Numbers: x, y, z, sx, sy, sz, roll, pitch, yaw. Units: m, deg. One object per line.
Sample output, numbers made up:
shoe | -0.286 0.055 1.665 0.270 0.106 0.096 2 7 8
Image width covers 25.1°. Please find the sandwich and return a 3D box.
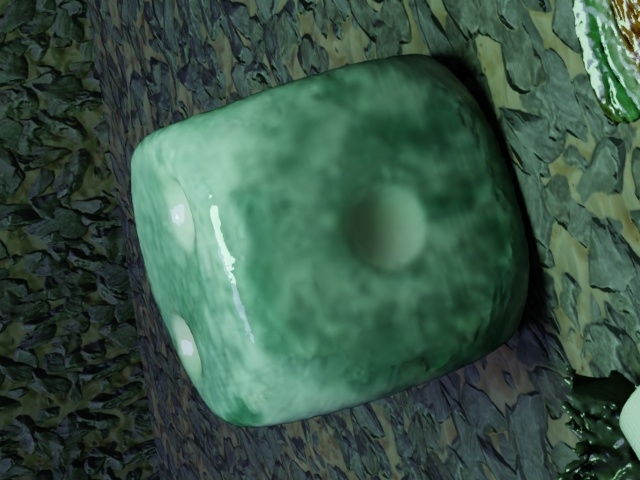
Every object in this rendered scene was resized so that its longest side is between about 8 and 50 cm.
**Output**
sandwich | 0.264 -0.190 1.059 0.160 0.109 0.184 -10 96 49

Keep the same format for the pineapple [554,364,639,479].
pineapple | 0.283 0.247 1.325 0.158 0.158 0.278 169 94 -69

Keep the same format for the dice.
dice | 0.000 0.000 1.549 0.348 0.328 0.330 -9 98 70

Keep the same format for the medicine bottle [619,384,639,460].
medicine bottle | 0.375 0.225 0.946 0.371 0.211 0.211 60 157 28
